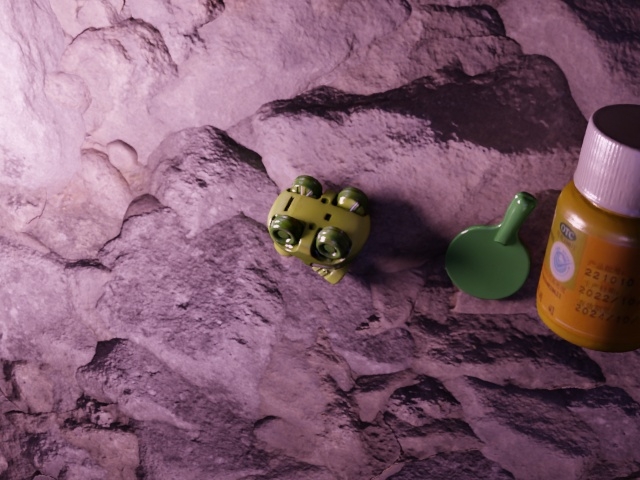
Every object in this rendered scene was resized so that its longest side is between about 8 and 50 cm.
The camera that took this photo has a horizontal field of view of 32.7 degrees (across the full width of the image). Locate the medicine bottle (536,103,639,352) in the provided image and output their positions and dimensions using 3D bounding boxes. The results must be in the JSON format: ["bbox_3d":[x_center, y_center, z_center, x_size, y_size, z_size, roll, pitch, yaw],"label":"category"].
[{"bbox_3d":[0.508,-0.019,1.853,0.224,0.224,0.384,13,123,9],"label":"medicine bottle"}]

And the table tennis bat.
[{"bbox_3d":[0.332,0.010,2.038,0.160,0.039,0.257,26,129,1],"label":"table tennis bat"}]

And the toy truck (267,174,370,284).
[{"bbox_3d":[-0.013,-0.013,2.073,0.187,0.148,0.210,27,148,-2],"label":"toy truck"}]
